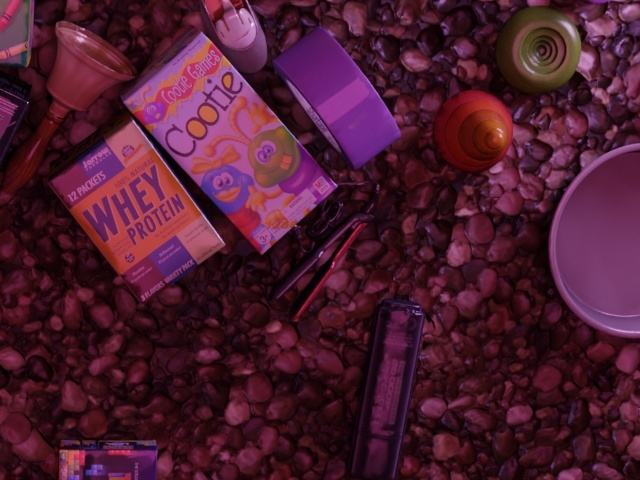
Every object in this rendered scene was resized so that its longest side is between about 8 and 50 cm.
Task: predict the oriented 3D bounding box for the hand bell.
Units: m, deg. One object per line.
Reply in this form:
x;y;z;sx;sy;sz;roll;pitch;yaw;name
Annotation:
-0.364;-0.162;1.882;0.126;0.126;0.242;33;105;-14;hand bell

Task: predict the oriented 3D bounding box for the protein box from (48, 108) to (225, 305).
-0.248;-0.050;1.860;0.136;0.200;0.201;-37;104;-2;protein box

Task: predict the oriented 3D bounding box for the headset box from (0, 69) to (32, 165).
-0.488;-0.091;1.788;0.131;0.246;0.283;25;97;-14;headset box

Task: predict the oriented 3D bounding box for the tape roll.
0.022;-0.191;1.885;0.080;0.189;0.189;-37;104;-1;tape roll

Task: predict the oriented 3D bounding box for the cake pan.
0.470;-0.002;2.069;0.293;0.054;0.293;-2;101;-10;cake pan

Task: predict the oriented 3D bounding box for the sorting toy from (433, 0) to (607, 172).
0.307;-0.244;1.959;0.127;0.126;0.365;38;93;-14;sorting toy

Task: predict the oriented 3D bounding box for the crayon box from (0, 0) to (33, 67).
-0.399;-0.308;1.743;0.081;0.278;0.165;2;100;-11;crayon box

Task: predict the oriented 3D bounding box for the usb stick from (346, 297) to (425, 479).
0.096;0.224;2.053;0.077;0.045;0.278;9;99;-4;usb stick

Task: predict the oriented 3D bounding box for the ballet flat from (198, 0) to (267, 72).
-0.133;-0.322;1.895;0.072;0.068;0.213;-24;104;-1;ballet flat

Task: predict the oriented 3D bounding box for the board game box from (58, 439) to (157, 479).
-0.308;0.375;2.009;0.141;0.048;0.170;1;101;-9;board game box

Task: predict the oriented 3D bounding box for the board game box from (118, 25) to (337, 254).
-0.128;-0.138;1.891;0.144;0.142;0.275;-42;105;0;board game box

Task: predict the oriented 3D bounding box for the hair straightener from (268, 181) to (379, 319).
0.000;0.000;1.991;0.089;0.047;0.230;39;92;-15;hair straightener
